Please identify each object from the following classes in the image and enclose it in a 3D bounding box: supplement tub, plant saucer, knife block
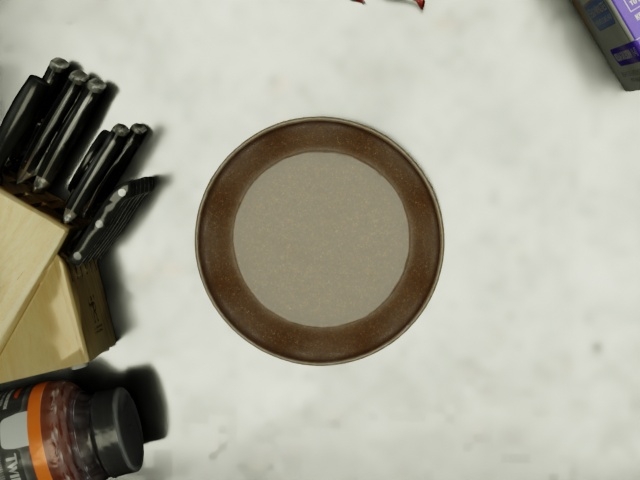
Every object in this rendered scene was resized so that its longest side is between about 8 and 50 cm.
[{"bbox_3d":[-0.246,0.172,1.020,0.198,0.106,0.106,-14,94,6],"label":"supplement tub"},{"bbox_3d":[0.000,0.000,1.017,0.199,0.036,0.198,1,95,6],"label":"plant saucer"},{"bbox_3d":[-0.264,-0.008,1.014,0.276,0.088,0.242,-14,93,7],"label":"knife block"}]

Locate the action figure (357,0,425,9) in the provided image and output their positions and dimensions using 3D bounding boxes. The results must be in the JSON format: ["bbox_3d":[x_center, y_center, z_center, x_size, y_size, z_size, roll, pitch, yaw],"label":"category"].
[{"bbox_3d":[0.029,-0.209,0.998,0.115,0.030,0.038,15,91,8],"label":"action figure"}]

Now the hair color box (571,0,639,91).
[{"bbox_3d":[0.186,-0.273,0.899,0.110,0.185,0.339,-29,92,8],"label":"hair color box"}]
